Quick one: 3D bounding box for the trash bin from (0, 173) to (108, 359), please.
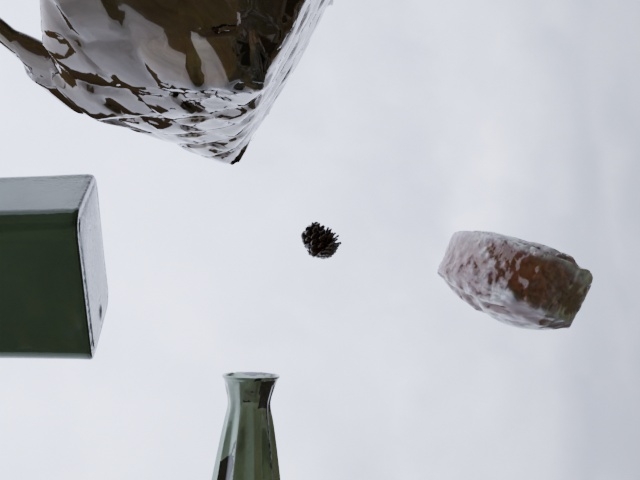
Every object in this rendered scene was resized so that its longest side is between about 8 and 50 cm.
[{"bbox_3d":[-0.471,0.035,0.737,0.343,0.158,0.223,0,-61,-10],"label":"trash bin"}]

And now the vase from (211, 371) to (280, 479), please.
[{"bbox_3d":[-0.144,0.442,1.089,0.165,0.165,0.361,9,-99,-47],"label":"vase"}]

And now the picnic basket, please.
[{"bbox_3d":[-0.140,-0.240,0.425,0.337,0.337,0.293,37,-102,-41],"label":"picnic basket"}]

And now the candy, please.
[{"bbox_3d":[0.346,0.073,1.040,0.214,0.289,0.157,30,-95,-27],"label":"candy"}]

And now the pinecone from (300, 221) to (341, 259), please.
[{"bbox_3d":[0.000,0.000,1.152,0.077,0.077,0.083,-28,-99,-44],"label":"pinecone"}]
